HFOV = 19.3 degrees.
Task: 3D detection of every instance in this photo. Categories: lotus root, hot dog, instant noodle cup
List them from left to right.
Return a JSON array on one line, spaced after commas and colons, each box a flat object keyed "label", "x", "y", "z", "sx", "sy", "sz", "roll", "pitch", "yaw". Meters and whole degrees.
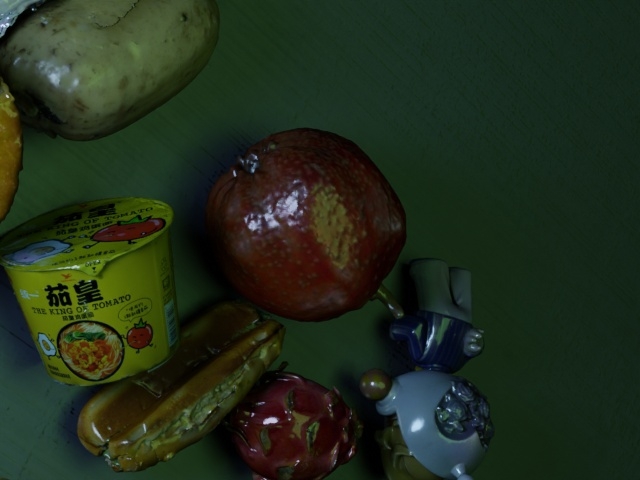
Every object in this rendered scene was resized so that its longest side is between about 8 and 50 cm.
[{"label": "instant noodle cup", "x": -0.221, "y": 0.055, "z": 1.882, "sx": 0.182, "sy": 0.182, "sz": 0.144, "roll": -28, "pitch": 116, "yaw": -38}, {"label": "lotus root", "x": -0.207, "y": -0.199, "z": 1.895, "sx": 0.284, "sy": 0.160, "sz": 0.146, "roll": -43, "pitch": 156, "yaw": -31}, {"label": "hot dog", "x": -0.139, "y": 0.153, "z": 1.991, "sx": 0.269, "sy": 0.115, "sz": 0.072, "roll": -35, "pitch": 136, "yaw": -33}]

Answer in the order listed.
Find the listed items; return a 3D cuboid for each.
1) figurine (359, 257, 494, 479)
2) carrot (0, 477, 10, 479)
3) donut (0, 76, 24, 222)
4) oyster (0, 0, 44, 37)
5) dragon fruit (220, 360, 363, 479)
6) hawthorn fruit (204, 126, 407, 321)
[{"label": "figurine", "x": 0.147, "y": 0.162, "z": 2.237, "sx": 0.194, "sy": 0.133, "sz": 0.274, "roll": 46, "pitch": 51, "yaw": -32}, {"label": "carrot", "x": -0.309, "y": 0.306, "z": 1.884, "sx": 0.048, "sy": 0.048, "sz": 0.139, "roll": -4, "pitch": 92, "yaw": -41}, {"label": "donut", "x": -0.394, "y": -0.090, "z": 1.704, "sx": 0.253, "sy": 0.118, "sz": 0.253, "roll": -5, "pitch": 111, "yaw": -14}, {"label": "oyster", "x": -0.320, "y": -0.247, "z": 1.824, "sx": 0.081, "sy": 0.191, "sz": 0.163, "roll": 85, "pitch": 16, "yaw": -71}, {"label": "dragon fruit", "x": -0.038, "y": 0.210, "z": 2.072, "sx": 0.166, "sy": 0.136, "sz": 0.133, "roll": 16, "pitch": 108, "yaw": -28}, {"label": "hawthorn fruit", "x": 0.000, "y": 0.000, "z": 2.050, "sx": 0.253, "sy": 0.205, "sz": 0.205, "roll": 49, "pitch": 60, "yaw": -18}]
